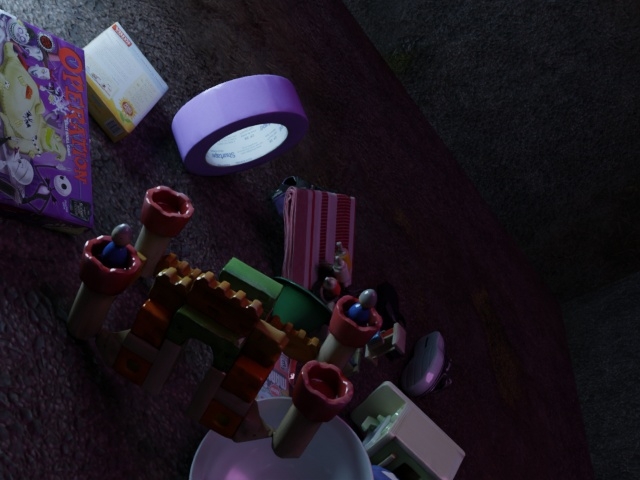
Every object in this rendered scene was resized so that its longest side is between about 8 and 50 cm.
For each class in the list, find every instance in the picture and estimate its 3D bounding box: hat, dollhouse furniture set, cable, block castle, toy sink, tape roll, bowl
[{"bbox_3d":[-0.080,0.196,1.790,0.173,0.183,0.208,35,-16,4],"label":"hat"},{"bbox_3d":[0.081,0.206,1.917,0.129,0.184,0.129,50,27,-24],"label":"dollhouse furniture set"},{"bbox_3d":[0.060,0.127,2.041,0.287,0.072,0.139,54,51,-51],"label":"cable"},{"bbox_3d":[-0.142,0.107,1.346,0.453,0.213,0.303,31,29,1],"label":"block castle"},{"bbox_3d":[0.163,0.449,1.822,0.234,0.153,0.131,44,35,4],"label":"toy sink"},{"bbox_3d":[-0.168,-0.236,1.775,0.275,0.275,0.090,5,60,-61],"label":"tape roll"},{"bbox_3d":[-0.064,0.420,1.394,0.134,0.298,0.298,96,-13,-55],"label":"bowl"}]

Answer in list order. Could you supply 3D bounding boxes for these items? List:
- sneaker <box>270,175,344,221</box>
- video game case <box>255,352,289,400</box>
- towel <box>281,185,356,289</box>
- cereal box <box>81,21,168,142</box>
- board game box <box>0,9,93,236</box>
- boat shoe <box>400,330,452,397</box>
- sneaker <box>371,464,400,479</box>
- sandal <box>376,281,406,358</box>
[{"bbox_3d":[-0.029,-0.117,2.134,0.124,0.107,0.283,58,25,2],"label":"sneaker"},{"bbox_3d":[-0.128,0.295,1.613,0.204,0.025,0.285,42,32,-38],"label":"video game case"},{"bbox_3d":[0.000,0.000,2.027,0.329,0.037,0.237,2,92,-63],"label":"towel"},{"bbox_3d":[-0.403,-0.316,1.673,0.173,0.047,0.240,53,26,-20],"label":"cereal box"},{"bbox_3d":[-0.467,-0.193,1.367,0.208,0.056,0.346,23,52,-56],"label":"board game box"},{"bbox_3d":[0.307,0.351,2.281,0.119,0.121,0.335,56,23,-4],"label":"boat shoe"},{"bbox_3d":[0.142,0.604,1.720,0.296,0.112,0.131,64,25,4],"label":"sneaker"},{"bbox_3d":[0.194,0.204,2.291,0.097,0.054,0.254,44,30,-35],"label":"sandal"}]
